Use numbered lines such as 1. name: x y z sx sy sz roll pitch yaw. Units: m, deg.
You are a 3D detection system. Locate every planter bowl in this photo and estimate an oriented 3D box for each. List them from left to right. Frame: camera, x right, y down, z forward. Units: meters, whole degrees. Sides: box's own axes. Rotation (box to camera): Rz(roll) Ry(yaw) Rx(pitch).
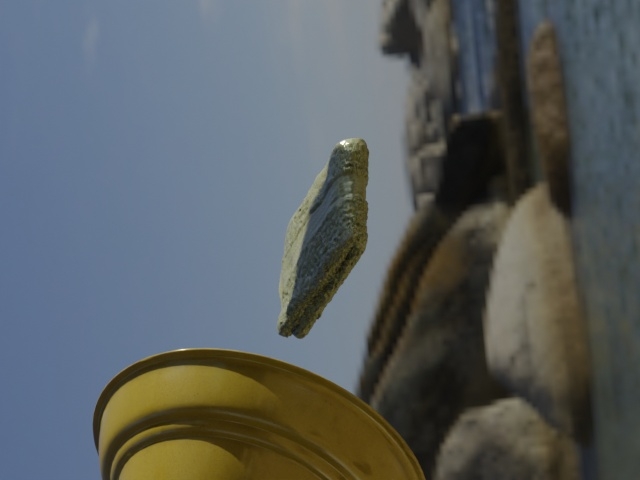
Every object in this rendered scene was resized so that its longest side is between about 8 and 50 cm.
1. planter bowl: -0.050 0.171 1.060 0.090 0.217 0.217 -68 -23 -44

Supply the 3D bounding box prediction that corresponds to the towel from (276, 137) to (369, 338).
1. towel: 0.000 0.000 1.342 0.148 0.027 0.110 126 152 -49
